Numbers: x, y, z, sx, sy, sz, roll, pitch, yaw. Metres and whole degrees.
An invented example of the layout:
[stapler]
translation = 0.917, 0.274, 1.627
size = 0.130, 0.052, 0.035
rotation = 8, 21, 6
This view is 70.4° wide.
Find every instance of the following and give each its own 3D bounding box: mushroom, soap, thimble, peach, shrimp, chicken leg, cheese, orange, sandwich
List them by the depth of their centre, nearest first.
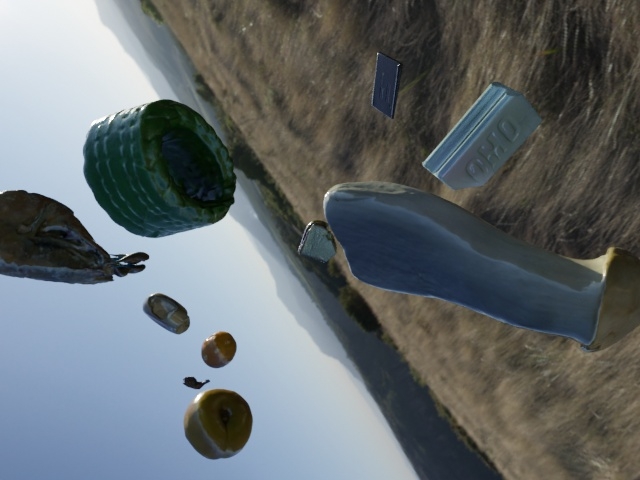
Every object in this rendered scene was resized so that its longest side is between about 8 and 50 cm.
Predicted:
[thimble]
translation = -0.145, -0.064, 0.428
size = 0.130, 0.090, 0.118
rotation = 0, -99, -65
[mushroom]
translation = 0.164, 0.024, 0.499
size = 0.328, 0.122, 0.159
rotation = 18, 177, 34
[orange]
translation = -0.221, 0.237, 0.987
size = 0.070, 0.083, 0.083
rotation = 55, 174, -14
[sandwich]
translation = 0.000, 0.000, 1.120
size = 0.036, 0.093, 0.105
rotation = -88, 13, -58
[shrimp]
translation = -0.686, 0.009, 1.204
size = 0.445, 0.221, 0.109
rotation = 21, 163, -35
[soap]
translation = 0.439, -0.264, 1.234
size = 0.172, 0.289, 0.095
rotation = 27, -160, -39
[chicken leg]
translation = -0.385, 0.442, 1.403
size = 0.021, 0.083, 0.036
rotation = 108, 172, -64
[cheese]
translation = -0.505, 0.263, 1.537
size = 0.163, 0.082, 0.286
rotation = 28, 156, 10
[peach]
translation = -0.352, 0.636, 1.582
size = 0.251, 0.153, 0.251
rotation = 24, -144, -19

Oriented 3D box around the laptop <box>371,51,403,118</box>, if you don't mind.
[laptop]
translation = 0.223, -0.535, 1.569
size = 0.135, 0.016, 0.197
rotation = 47, 146, 40
